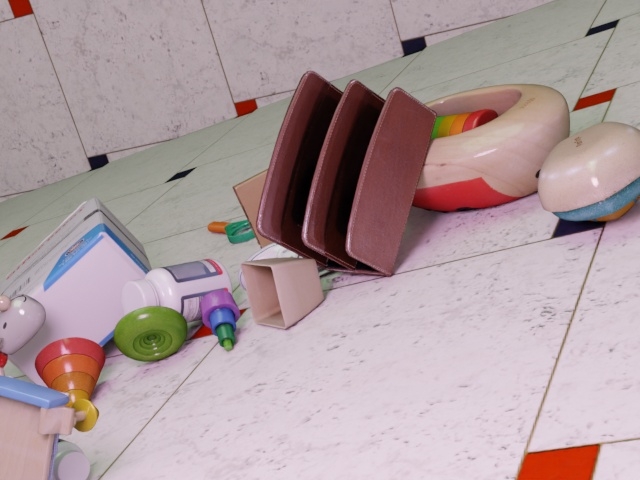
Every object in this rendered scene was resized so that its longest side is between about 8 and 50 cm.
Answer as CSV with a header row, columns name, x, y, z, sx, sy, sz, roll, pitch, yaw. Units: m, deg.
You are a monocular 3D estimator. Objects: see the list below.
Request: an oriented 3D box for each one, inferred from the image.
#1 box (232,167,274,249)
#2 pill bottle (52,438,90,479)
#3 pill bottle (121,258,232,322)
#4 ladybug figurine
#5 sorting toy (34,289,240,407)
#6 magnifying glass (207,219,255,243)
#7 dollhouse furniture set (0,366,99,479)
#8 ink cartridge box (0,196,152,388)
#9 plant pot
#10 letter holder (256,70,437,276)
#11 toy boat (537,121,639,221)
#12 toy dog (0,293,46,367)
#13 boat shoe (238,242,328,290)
name,x,y,z,sx,sy,sz,roll,pitch,yaw
box,-0.057,-0.080,2.183,0.201,0.164,0.021,-28,15,-15
pill bottle,-0.381,0.321,1.564,0.067,0.067,0.120,-35,20,-32
pill bottle,-0.257,0.097,1.922,0.180,0.108,0.108,-10,4,-41
ladybug figurine,0.264,-0.160,1.979,0.449,0.162,0.305,1,34,50
sorting toy,-0.301,0.203,1.818,0.365,0.127,0.126,-21,46,2
magnifying glass,-0.196,-0.026,2.460,0.092,0.026,0.231,-32,20,-25
dollhouse furniture set,-0.437,0.323,1.517,0.303,0.286,0.198,9,4,24
ink cartridge box,-0.484,0.092,2.119,0.285,0.166,0.395,-43,18,-2
plant pot,-0.058,0.079,1.823,0.096,0.109,0.109,-18,11,-31
letter holder,0.041,-0.119,1.815,0.152,0.214,0.302,4,72,45
toy boat,0.486,-0.113,1.635,0.318,0.148,0.267,-26,10,21
toy dog,-0.615,0.208,1.764,0.220,0.161,0.334,0,55,38
boat shoe,-0.042,0.037,1.945,0.226,0.083,0.076,-23,16,0
